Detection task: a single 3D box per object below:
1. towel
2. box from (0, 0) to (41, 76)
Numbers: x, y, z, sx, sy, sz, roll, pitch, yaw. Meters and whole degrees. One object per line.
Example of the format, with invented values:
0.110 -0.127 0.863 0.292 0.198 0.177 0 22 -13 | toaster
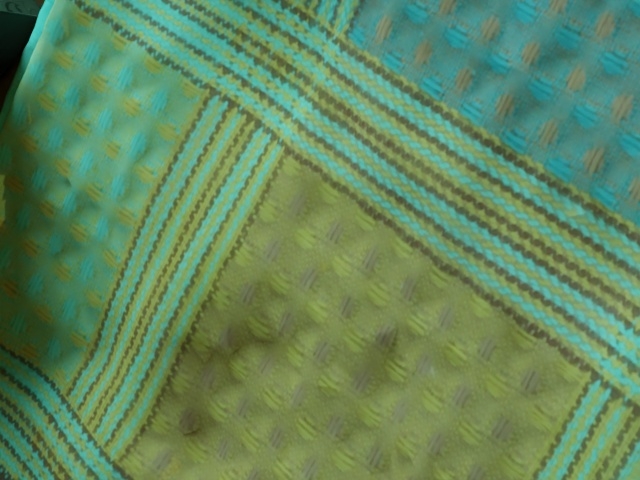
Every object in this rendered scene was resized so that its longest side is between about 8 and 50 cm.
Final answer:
0.000 0.000 0.427 0.271 0.040 0.370 35 107 31 | towel
-0.145 -0.086 0.496 0.083 0.062 0.052 47 108 12 | box
